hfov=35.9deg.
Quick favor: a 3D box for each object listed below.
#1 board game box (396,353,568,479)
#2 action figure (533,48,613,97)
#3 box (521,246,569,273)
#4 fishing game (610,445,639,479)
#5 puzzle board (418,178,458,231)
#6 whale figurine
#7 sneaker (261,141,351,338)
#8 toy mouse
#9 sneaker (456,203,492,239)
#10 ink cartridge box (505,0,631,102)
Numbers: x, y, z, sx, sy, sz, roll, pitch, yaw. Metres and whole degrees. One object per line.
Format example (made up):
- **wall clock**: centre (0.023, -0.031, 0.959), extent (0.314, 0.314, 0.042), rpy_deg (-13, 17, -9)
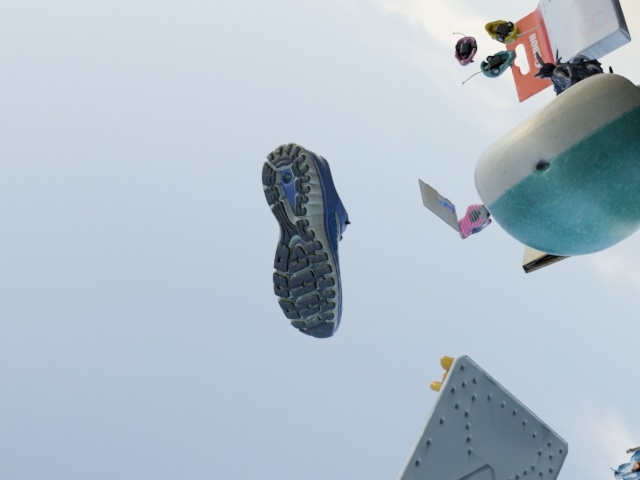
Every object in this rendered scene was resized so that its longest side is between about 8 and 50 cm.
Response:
- **board game box**: centre (0.250, 0.447, 1.711), extent (0.050, 0.390, 0.390), rpy_deg (10, 156, 49)
- **action figure**: centre (0.449, -0.219, 1.623), extent (0.164, 0.141, 0.275), rpy_deg (-5, -149, -32)
- **box**: centre (0.384, -0.037, 1.473), extent (0.021, 0.164, 0.201), rpy_deg (53, -150, -17)
- **fishing game**: centre (0.621, 0.393, 1.804), extent (0.041, 0.189, 0.264), rpy_deg (68, -164, 2)
- **puzzle board**: centre (0.281, -0.084, 2.331), extent (0.128, 0.011, 0.096), rpy_deg (41, 161, 38)
- **whale figurine**: centre (0.265, -0.066, 0.951), extent (0.141, 0.216, 0.272), rpy_deg (59, -152, 10)
- **sneaker**: centre (0.000, 0.000, 1.671), extent (0.147, 0.129, 0.330), rpy_deg (-3, -94, -55)
- **toy mouse**: centre (0.281, -0.314, 1.688), extent (0.161, 0.143, 0.031), rpy_deg (18, 161, 36)
- **sneaker**: centre (0.303, -0.040, 1.876), extent (0.057, 0.119, 0.047), rpy_deg (-9, -106, -16)
- **ink cartridge box**: centre (0.434, -0.386, 1.799), extent (0.066, 0.232, 0.189), rpy_deg (31, -137, -45)
